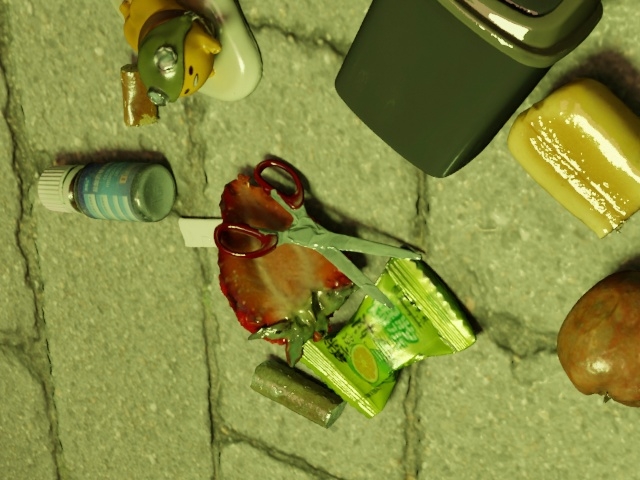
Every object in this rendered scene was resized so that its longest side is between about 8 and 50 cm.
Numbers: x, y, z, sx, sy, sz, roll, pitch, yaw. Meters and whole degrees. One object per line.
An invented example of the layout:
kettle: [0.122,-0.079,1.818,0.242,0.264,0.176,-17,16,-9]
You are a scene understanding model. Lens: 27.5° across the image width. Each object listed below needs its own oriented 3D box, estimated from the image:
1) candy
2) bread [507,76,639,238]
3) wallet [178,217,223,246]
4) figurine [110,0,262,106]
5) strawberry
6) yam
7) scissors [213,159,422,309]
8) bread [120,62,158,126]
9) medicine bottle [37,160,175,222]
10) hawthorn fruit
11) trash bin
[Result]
candy: [0.078,0.135,1.682,0.149,0.069,0.246,48,132,5]
bread: [0.293,-0.092,1.385,0.173,0.085,0.134,47,136,1]
wallet: [-0.158,-0.011,1.802,0.083,0.011,0.044,1,116,34]
figurine: [-0.206,-0.249,1.611,0.250,0.141,0.167,36,132,13]
strawberry: [-0.067,0.037,1.680,0.228,0.174,0.098,43,168,17]
yam: [-0.030,0.213,1.816,0.132,0.054,0.054,26,128,20]
scissors: [0.000,0.000,1.629,0.247,0.144,0.017,26,159,14]
bread: [-0.242,-0.193,1.735,0.036,0.047,0.083,42,139,51]
medicine bottle: [-0.301,-0.069,1.822,0.203,0.083,0.083,2,117,35]
hawthorn fruit: [0.352,0.100,1.441,0.149,0.149,0.189,43,92,7]
trash bin: [0.153,-0.222,1.350,0.209,0.182,0.290,41,137,8]
